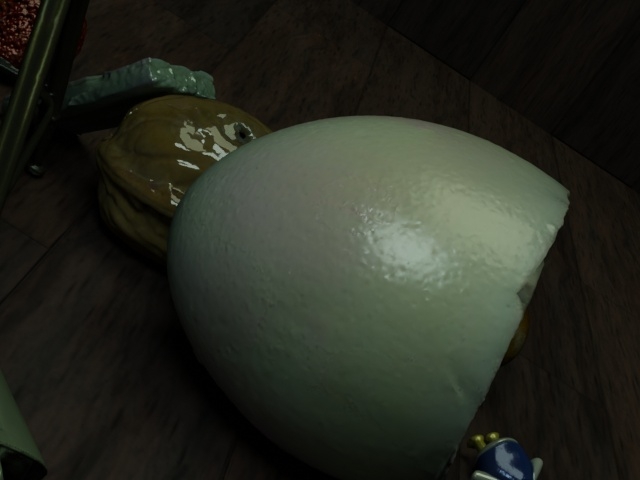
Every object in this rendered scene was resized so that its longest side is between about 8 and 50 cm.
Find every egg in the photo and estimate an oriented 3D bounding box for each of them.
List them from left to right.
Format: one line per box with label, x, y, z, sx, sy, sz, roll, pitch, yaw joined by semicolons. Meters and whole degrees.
egg;0.020;0.036;1.216;0.339;0.354;0.354;25;20;6

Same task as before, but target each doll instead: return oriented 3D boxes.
doll;0.214;0.267;1.397;0.098;0.058;0.143;-7;42;-30

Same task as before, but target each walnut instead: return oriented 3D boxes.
walnut;-0.131;-0.059;1.394;0.245;0.198;0.198;21;24;-16

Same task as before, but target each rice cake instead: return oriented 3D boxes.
rice cake;-0.246;-0.160;1.455;0.127;0.237;0.043;9;74;-54

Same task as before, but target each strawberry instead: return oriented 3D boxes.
strawberry;-0.365;-0.261;1.607;0.131;0.131;0.148;25;63;-24

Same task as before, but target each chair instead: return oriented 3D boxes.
chair;-0.349;-0.245;1.153;0.362;0.410;0.365;30;20;-13

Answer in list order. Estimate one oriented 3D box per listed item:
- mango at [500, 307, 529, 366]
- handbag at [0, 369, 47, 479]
mango;0.143;0.052;1.642;0.192;0.146;0.316;25;15;-45
handbag;-0.279;0.075;0.909;0.315;0.109;0.241;47;-10;31
